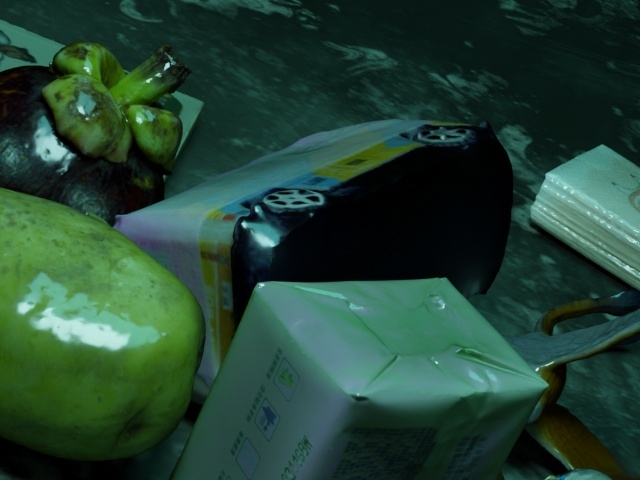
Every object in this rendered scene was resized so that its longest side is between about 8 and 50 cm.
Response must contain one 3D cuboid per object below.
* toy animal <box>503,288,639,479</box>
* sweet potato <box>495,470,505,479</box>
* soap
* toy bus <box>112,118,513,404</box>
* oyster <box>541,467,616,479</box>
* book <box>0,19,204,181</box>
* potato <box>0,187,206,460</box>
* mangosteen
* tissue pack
[{"bbox_3d":[0.196,0.091,1.599,0.302,0.225,0.284,2,13,-15],"label":"toy animal"},{"bbox_3d":[0.100,0.178,1.381,0.056,0.056,0.195,7,1,-30],"label":"sweet potato"},{"bbox_3d":[0.021,0.135,1.290,0.182,0.199,0.138,-2,39,-39],"label":"soap"},{"bbox_3d":[0.000,0.000,1.509,0.162,0.171,0.386,13,23,32],"label":"toy bus"},{"bbox_3d":[0.202,0.254,1.348,0.223,0.083,0.214,-1,32,-30],"label":"oyster"},{"bbox_3d":[-0.303,-0.145,1.717,0.371,0.043,0.260,22,26,-3],"label":"book"},{"bbox_3d":[-0.196,0.059,1.309,0.228,0.148,0.197,15,50,-4],"label":"potato"},{"bbox_3d":[-0.194,-0.076,1.479,0.192,0.217,0.192,38,7,-5],"label":"mangosteen"},{"bbox_3d":[0.387,0.020,1.929,0.325,0.071,0.170,34,27,20],"label":"tissue pack"}]
